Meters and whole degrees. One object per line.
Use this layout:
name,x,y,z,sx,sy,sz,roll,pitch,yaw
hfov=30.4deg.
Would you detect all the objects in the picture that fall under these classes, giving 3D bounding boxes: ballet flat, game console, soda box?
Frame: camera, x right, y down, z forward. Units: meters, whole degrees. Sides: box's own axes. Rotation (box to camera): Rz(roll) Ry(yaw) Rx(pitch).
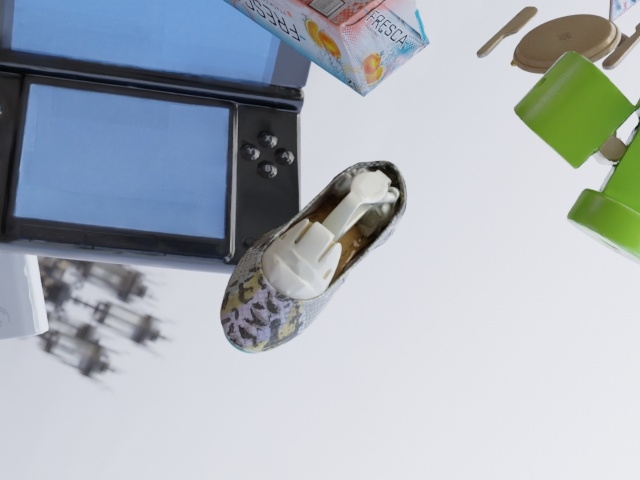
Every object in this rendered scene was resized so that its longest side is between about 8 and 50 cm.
ballet flat,0.000,0.000,0.478,0.114,0.041,0.041,-45,-175,-40
game console,-0.141,-0.127,0.909,0.173,0.293,0.250,117,-25,-59
soda box,-0.015,-0.165,0.744,0.058,0.063,0.183,-40,-128,-12

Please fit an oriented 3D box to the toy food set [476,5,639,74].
toy food set,0.285,-0.218,1.345,0.192,0.039,0.132,16,-132,44

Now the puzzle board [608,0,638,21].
puzzle board,0.411,-0.360,1.538,0.096,0.128,0.011,-37,-129,-27

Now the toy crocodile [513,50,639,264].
toy crocodile,0.277,-0.010,0.769,0.115,0.340,0.105,-60,171,3

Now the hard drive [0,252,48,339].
hard drive,-0.378,-0.052,1.090,0.040,0.203,0.308,-48,130,-83
